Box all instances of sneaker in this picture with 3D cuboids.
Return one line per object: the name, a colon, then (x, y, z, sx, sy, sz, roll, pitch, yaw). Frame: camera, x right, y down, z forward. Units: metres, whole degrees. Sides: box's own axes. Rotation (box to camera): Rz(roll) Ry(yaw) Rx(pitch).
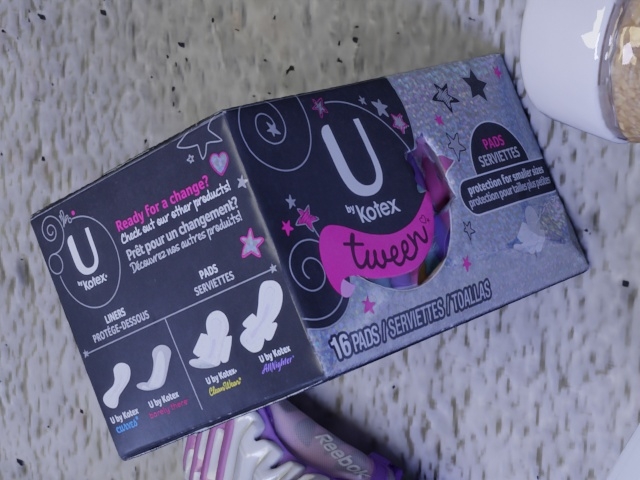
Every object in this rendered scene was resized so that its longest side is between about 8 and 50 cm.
sneaker: (-0.005, 0.151, 1.145, 0.236, 0.104, 0.095, 45, 129, 49)

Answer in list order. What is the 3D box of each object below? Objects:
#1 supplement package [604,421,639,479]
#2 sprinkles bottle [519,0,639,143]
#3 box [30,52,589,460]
supplement package: (0.267, 0.113, 0.837, 0.194, 0.203, 0.149, 41, 124, 25)
sprinkles bottle: (0.267, -0.061, 0.847, 0.355, 0.121, 0.121, 24, 115, 32)
box: (0.000, 0.000, 0.995, 0.163, 0.247, 0.142, -25, 86, 40)
